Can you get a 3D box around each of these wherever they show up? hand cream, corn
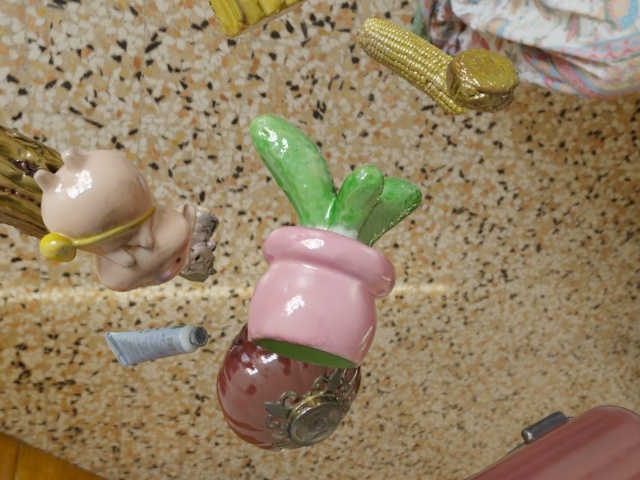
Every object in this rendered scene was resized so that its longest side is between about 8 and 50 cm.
[{"bbox_3d":[-0.335,0.208,1.167,0.256,0.055,0.088,-15,112,30],"label":"hand cream"},{"bbox_3d":[0.200,-0.364,1.201,0.292,0.101,0.101,34,117,6],"label":"corn"}]

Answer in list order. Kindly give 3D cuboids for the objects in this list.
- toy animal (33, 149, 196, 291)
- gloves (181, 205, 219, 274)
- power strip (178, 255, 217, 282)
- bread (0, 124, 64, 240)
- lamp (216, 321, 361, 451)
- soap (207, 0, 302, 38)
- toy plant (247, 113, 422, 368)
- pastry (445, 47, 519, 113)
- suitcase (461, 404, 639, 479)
[{"bbox_3d":[-0.278,-0.023,0.789,0.165,0.149,0.248,-28,142,2],"label":"toy animal"},{"bbox_3d":[-0.247,0.004,1.112,0.110,0.094,0.144,6,97,-63],"label":"gloves"},{"bbox_3d":[-0.378,0.017,1.418,0.066,0.092,0.387,4,160,33],"label":"power strip"},{"bbox_3d":[-0.599,-0.124,1.094,0.278,0.325,0.167,31,82,-33],"label":"bread"},{"bbox_3d":[-0.061,0.281,1.178,0.303,0.257,0.303,-17,129,-22],"label":"lamp"},{"bbox_3d":[-0.152,-0.534,0.991,0.204,0.096,0.324,-38,108,-34],"label":"soap"},{"bbox_3d":[-0.003,0.006,0.898,0.317,0.211,0.355,21,77,-15],"label":"toy plant"},{"bbox_3d":[0.224,-0.223,0.805,0.109,0.097,0.057,-42,155,-31],"label":"pastry"},{"bbox_3d":[0.139,0.266,0.361,0.297,0.236,0.161,-22,143,-16],"label":"suitcase"}]
